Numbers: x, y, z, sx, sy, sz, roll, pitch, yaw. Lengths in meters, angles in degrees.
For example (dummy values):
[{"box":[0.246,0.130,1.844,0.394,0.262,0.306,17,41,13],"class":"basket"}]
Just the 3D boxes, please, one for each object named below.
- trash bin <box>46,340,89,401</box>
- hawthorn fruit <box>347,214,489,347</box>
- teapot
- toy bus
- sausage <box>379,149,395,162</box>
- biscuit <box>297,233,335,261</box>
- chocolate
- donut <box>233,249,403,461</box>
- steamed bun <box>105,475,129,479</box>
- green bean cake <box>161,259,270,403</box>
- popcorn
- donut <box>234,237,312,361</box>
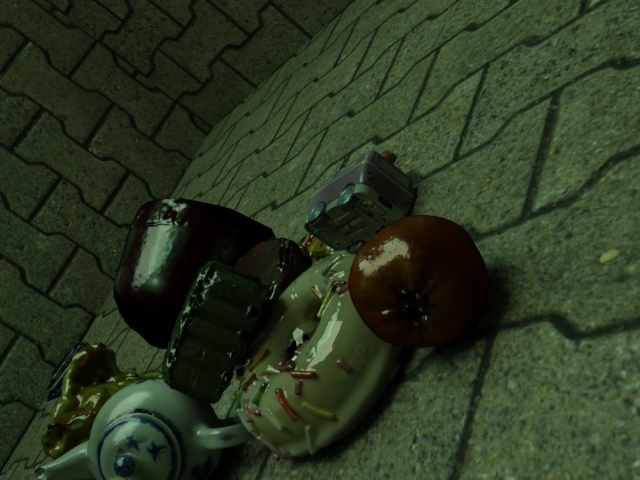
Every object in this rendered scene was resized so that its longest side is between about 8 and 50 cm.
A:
[{"box":[-0.648,0.419,2.212,0.184,0.234,0.162,-56,18,-10],"class":"trash bin"},{"box":[0.150,0.048,1.124,0.196,0.196,0.225,-42,6,29],"class":"hawthorn fruit"},{"box":[-0.313,0.387,1.433,0.424,0.252,0.280,-13,-4,8],"class":"teapot"},{"box":[0.075,-0.071,1.554,0.202,0.142,0.142,-30,35,46],"class":"toy bus"},{"box":[0.115,-0.129,1.710,0.047,0.040,0.176,-26,32,55],"class":"sausage"},{"box":[-0.001,-0.001,1.765,0.240,0.035,0.158,-23,32,54],"class":"biscuit"},{"box":[-0.324,0.109,1.916,0.384,0.384,0.331,-25,50,54],"class":"chocolate"},{"box":[-0.008,0.180,1.301,0.382,0.142,0.382,-46,20,22],"class":"donut"},{"box":[-0.268,0.526,1.196,0.272,0.273,0.290,-11,47,41],"class":"steamed bun"},{"box":[-0.203,0.161,1.427,0.255,0.132,0.241,178,113,-78],"class":"green bean cake"},{"box":[-0.455,0.419,1.762,0.290,0.321,0.325,-63,-3,23],"class":"popcorn"},{"box":[-0.124,0.123,1.677,0.345,0.136,0.259,-27,32,49],"class":"donut"}]
